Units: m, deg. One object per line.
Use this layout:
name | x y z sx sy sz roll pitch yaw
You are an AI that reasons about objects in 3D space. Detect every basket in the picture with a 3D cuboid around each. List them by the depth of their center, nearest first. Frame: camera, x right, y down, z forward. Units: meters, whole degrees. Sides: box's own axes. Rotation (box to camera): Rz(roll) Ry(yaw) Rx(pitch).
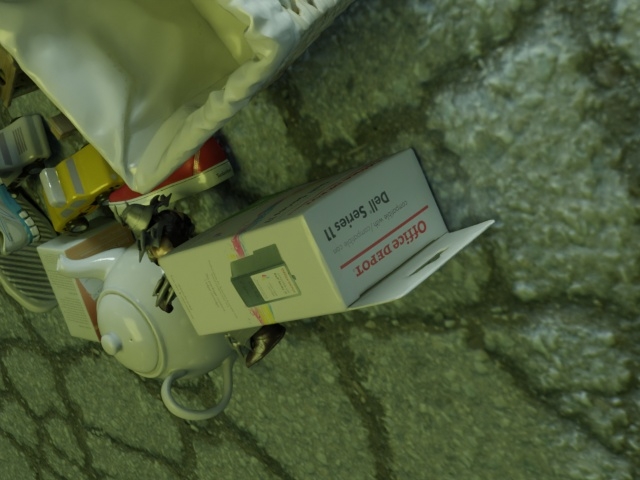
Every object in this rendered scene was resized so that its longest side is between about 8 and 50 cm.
basket | -0.152 -0.286 0.978 0.331 0.266 0.328 50 140 -5

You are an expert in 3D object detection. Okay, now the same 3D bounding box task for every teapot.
teapot | -0.253 0.125 1.438 0.256 0.187 0.252 10 122 40

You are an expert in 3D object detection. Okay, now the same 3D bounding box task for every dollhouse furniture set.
dollhouse furniture set | -0.433 -0.220 1.393 0.161 0.182 0.101 48 139 10

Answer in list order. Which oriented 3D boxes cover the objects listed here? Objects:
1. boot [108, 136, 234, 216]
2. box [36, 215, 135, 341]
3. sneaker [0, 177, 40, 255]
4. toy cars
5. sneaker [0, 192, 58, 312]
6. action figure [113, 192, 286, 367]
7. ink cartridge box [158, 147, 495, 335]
boot | -0.246 -0.136 1.342 0.244 0.088 0.176 -18 101 41
box | -0.371 0.063 1.558 0.091 0.130 0.170 4 118 44
sneaker | -0.546 -0.058 1.521 0.190 0.083 0.071 53 152 -5
toy cars | -0.472 -0.112 1.536 0.394 0.087 0.176 19 105 39
sneaker | -0.593 -0.004 1.752 0.366 0.135 0.150 55 149 15
action figure | -0.166 0.042 1.257 0.285 0.185 0.099 40 120 -21
ink cartridge box | 0.000 0.000 1.087 0.353 0.207 0.119 -14 104 47
